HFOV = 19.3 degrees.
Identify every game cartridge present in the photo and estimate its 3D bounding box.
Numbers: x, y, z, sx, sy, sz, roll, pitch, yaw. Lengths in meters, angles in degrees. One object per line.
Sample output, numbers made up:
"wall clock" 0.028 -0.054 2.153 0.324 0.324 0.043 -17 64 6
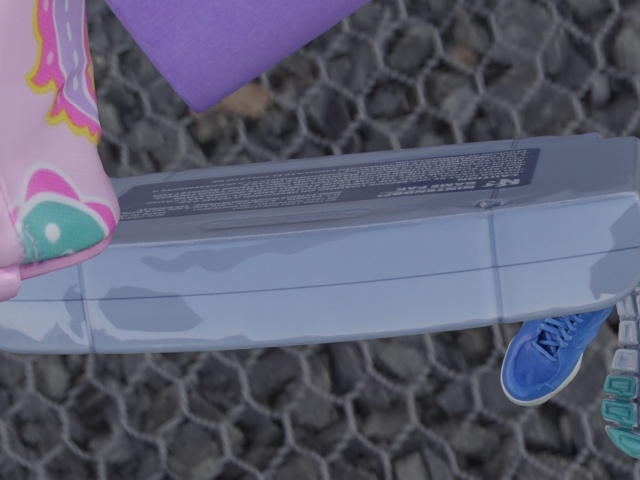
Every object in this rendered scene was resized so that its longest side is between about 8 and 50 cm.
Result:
"game cartridge" 0.000 0.000 0.851 0.294 0.196 0.060 -5 97 11

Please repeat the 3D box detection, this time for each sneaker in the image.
"sneaker" 0.203 0.046 1.070 0.065 0.076 0.166 7 79 37
"sneaker" 0.179 0.049 1.367 0.058 0.084 0.152 41 87 24

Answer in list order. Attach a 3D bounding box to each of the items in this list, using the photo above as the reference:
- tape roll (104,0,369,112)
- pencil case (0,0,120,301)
"tape roll" -0.082 -0.180 0.642 0.090 0.275 0.275 -34 57 2
"pencil case" -0.115 -0.121 0.430 0.124 0.284 0.124 -1 24 1
